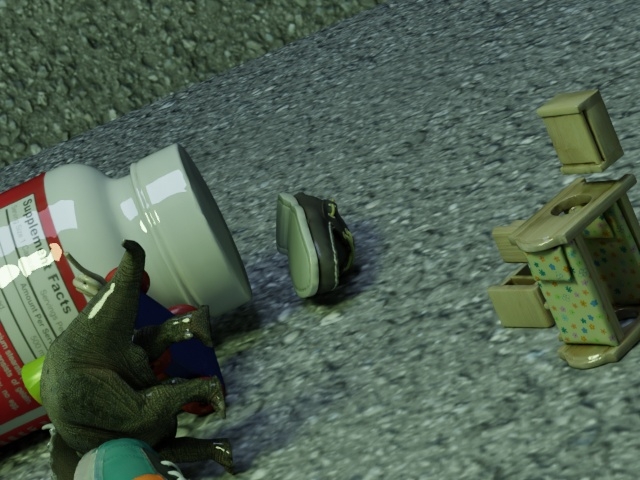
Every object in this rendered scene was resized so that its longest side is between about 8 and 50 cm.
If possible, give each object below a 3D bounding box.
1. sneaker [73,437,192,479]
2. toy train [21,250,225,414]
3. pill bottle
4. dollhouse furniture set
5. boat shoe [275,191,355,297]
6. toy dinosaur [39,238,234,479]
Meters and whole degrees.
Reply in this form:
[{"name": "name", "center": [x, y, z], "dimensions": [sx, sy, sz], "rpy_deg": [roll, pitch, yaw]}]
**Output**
[{"name": "sneaker", "center": [-0.091, 0.215, 1.103], "dimensions": [0.121, 0.108, 0.302], "rpy_deg": [-25, 25, -1]}, {"name": "toy train", "center": [-0.203, 0.094, 1.415], "dimensions": [0.143, 0.248, 0.105], "rpy_deg": [-32, 51, 14]}, {"name": "pill bottle", "center": [-0.286, 0.066, 1.593], "dimensions": [0.408, 0.229, 0.229], "rpy_deg": [-25, 17, 2]}, {"name": "dollhouse furniture set", "center": [0.158, -0.006, 1.249], "dimensions": [0.101, 0.182, 0.161], "rpy_deg": [-38, 21, -33]}, {"name": "boat shoe", "center": [0.000, 0.000, 1.634], "dimensions": [0.069, 0.081, 0.228], "rpy_deg": [2, 17, -9]}, {"name": "toy dinosaur", "center": [-0.158, 0.126, 1.294], "dimensions": [0.160, 0.313, 0.121], "rpy_deg": [-10, 57, -5]}]
